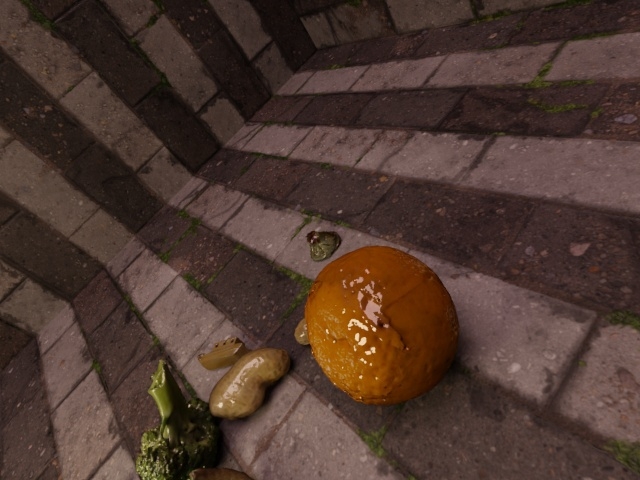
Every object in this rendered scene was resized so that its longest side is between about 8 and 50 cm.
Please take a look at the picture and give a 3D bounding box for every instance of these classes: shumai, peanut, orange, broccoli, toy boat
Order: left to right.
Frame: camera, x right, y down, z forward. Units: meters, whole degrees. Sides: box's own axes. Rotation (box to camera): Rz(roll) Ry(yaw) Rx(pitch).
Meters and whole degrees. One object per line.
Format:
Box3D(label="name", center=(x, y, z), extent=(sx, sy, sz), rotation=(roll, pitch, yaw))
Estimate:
Box3D(label="broccoli", center=(-0.390, 0.496, 1.030), extent=(0.186, 0.302, 0.254), rotation=(-21, 43, 14))
Box3D(label="toy boat", center=(-0.313, 0.361, 1.302), extent=(0.200, 0.057, 0.077), rotation=(-22, 35, 22))
Box3D(label="peanut", center=(-0.194, 0.393, 1.121), extent=(0.137, 0.122, 0.253), rotation=(34, 72, 26))
Box3D(label="shumai", center=(-0.001, 0.000, 1.387), extent=(0.124, 0.087, 0.099), rotation=(-49, 37, -15))
Box3D(label="peanut", center=(0.001, 0.232, 1.159), extent=(0.174, 0.080, 0.080), rotation=(-32, 37, 4))
Box3D(label="orange", center=(0.139, 0.178, 0.897), extent=(0.293, 0.341, 0.340), rotation=(-16, 22, -36))

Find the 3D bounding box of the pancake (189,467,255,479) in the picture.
Box3D(label="pancake", center=(-0.212, 0.584, 0.829), extent=(0.286, 0.288, 0.033), rotation=(37, 110, 46))
